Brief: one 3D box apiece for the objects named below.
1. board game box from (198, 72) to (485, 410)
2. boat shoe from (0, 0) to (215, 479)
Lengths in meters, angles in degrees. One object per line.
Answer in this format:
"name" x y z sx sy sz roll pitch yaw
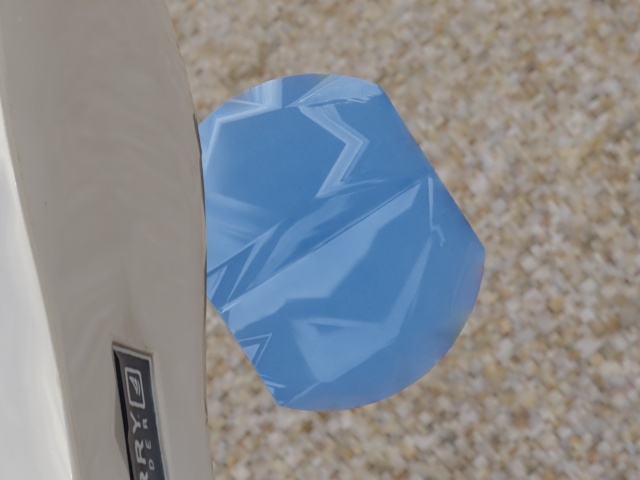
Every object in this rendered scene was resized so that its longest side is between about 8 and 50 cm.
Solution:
"board game box" 0.000 0.000 0.876 0.133 0.168 0.033 -34 4 -12
"boat shoe" -0.115 0.038 0.436 0.158 0.127 0.340 -16 67 17
